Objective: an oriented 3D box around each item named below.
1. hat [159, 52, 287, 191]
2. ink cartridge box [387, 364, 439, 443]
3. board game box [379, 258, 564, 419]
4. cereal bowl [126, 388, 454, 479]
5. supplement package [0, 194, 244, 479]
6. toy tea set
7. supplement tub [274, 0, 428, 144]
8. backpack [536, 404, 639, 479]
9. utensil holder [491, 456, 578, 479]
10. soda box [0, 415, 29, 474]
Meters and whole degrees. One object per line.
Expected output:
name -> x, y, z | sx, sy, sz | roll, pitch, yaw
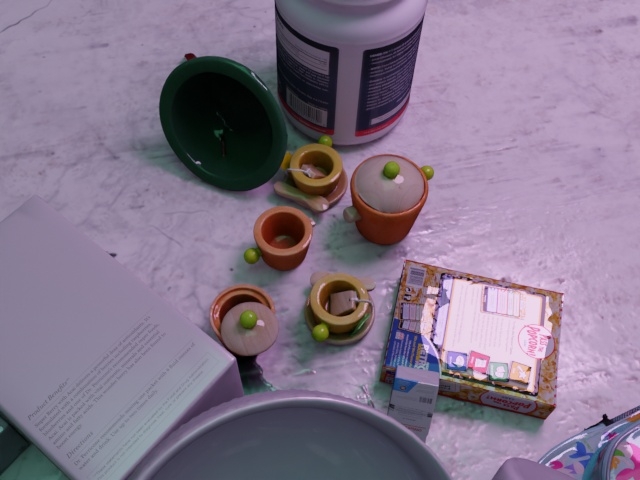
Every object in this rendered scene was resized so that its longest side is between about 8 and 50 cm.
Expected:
hat -> -0.107, -0.193, 1.030 | 0.208, 0.173, 0.183 | 52, 31, -11
ink cartridge box -> 0.099, 0.182, 0.827 | 0.048, 0.083, 0.028 | 11, 23, 5
board game box -> 0.178, 0.112, 0.878 | 0.193, 0.045, 0.147 | 13, 59, 6
cereal bowl -> -0.036, 0.297, 0.668 | 0.338, 0.141, 0.339 | 1, 87, -14
supplement package -> -0.243, 0.128, 0.780 | 0.293, 0.175, 0.177 | 36, 66, 19
toy tea set -> 0.000, 0.000, 0.895 | 0.199, 0.124, 0.336 | 20, 60, 10
supplement tub -> 0.036, -0.273, 0.977 | 0.191, 0.272, 0.191 | 1, 58, -1
backpack -> 0.315, 0.272, 0.710 | 0.253, 0.191, 0.225 | -20, 62, -7
utensil holder -> 0.155, 0.384, 0.462 | 0.327, 0.327, 0.386 | 31, 91, 16
soda box -> -0.406, 0.258, 0.755 | 0.069, 0.074, 0.216 | 33, 63, 17
